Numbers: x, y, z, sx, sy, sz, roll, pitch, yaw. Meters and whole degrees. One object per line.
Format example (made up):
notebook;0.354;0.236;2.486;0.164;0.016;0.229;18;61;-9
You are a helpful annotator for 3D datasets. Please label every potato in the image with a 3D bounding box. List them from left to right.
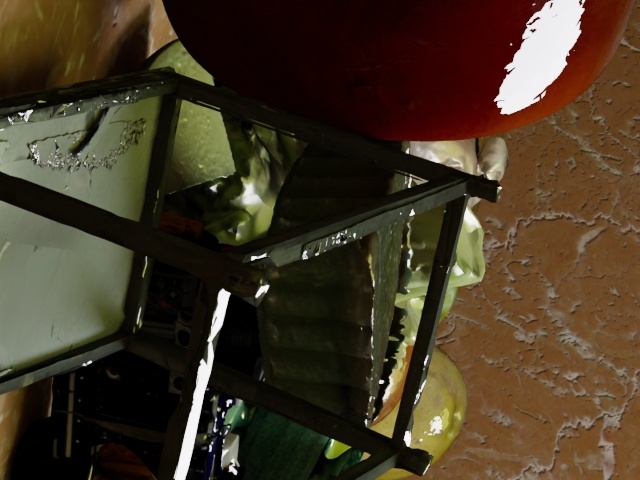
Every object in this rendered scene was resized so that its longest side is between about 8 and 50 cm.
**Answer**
potato;-0.147;-0.090;1.539;0.149;0.081;0.120;-22;98;-56
potato;0.051;0.194;2.404;0.229;0.266;0.229;17;90;-76

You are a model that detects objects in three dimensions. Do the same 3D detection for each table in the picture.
table;-0.092;0.045;1.217;0.335;0.272;0.222;-21;128;-60

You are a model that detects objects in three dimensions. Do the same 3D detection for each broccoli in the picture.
broccoli;0.002;0.011;1.735;0.348;0.281;0.293;64;33;-34

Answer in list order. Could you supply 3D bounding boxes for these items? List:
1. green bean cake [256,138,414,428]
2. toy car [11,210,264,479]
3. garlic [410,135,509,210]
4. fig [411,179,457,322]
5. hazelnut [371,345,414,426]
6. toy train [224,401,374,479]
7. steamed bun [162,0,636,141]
green bean cake;0.012;0.027;1.470;0.173;0.094;0.181;-70;161;-54
toy car;-0.132;0.121;1.538;0.118;0.193;0.301;-53;155;-64
garlic;0.082;-0.101;2.268;0.322;0.241;0.322;-59;-173;12
fig;0.003;0.044;2.008;0.275;0.206;0.206;-29;166;1
hazelnut;0.001;0.113;2.158;0.210;0.210;0.186;-63;153;-44
toy train;-0.083;0.310;2.006;0.442;0.179;0.272;-64;176;12
steamed bun;0.055;-0.215;1.458;0.235;0.379;0.248;100;1;-47
